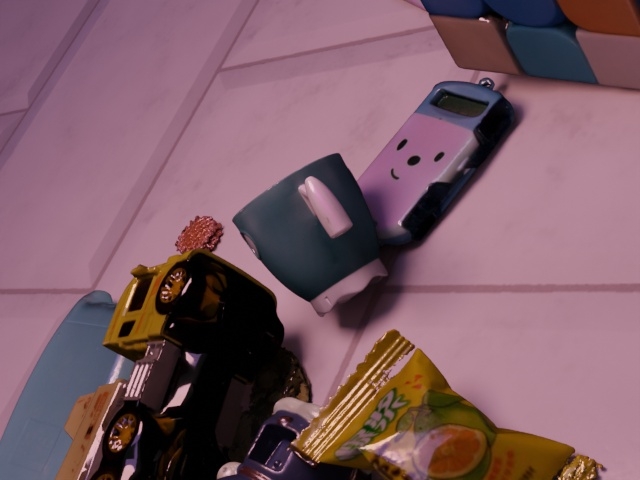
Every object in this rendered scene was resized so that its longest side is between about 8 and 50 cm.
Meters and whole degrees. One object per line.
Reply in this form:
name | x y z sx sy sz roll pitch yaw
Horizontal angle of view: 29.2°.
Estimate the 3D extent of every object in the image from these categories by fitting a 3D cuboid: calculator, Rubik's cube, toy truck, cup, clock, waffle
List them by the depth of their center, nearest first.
clock | -0.063 0.305 1.407 0.199 0.146 0.243 14 58 47
Rubik's cube | 0.319 -0.432 1.541 0.344 0.346 0.347 13 65 40
toy truck | -0.212 0.222 1.576 0.254 0.180 0.405 -7 57 46
cup | 0.000 0.000 1.606 0.167 0.173 0.300 -32 -5 -12
calculator | 0.148 -0.111 1.693 0.293 0.051 0.173 -51 33 -8
calculator | -0.380 0.244 1.875 0.256 0.054 0.386 2 62 48
waffle | -0.192 -0.004 1.960 0.083 0.029 0.075 3 60 44

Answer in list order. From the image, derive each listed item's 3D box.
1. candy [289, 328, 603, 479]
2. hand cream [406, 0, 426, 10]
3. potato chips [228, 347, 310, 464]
candy | 0.126 0.231 1.298 0.297 0.081 0.187 34 75 32
hand cream | 0.166 -0.406 1.994 0.076 0.047 0.174 -50 43 -8
potato chips | -0.092 0.238 1.609 0.202 0.029 0.220 9 64 50
